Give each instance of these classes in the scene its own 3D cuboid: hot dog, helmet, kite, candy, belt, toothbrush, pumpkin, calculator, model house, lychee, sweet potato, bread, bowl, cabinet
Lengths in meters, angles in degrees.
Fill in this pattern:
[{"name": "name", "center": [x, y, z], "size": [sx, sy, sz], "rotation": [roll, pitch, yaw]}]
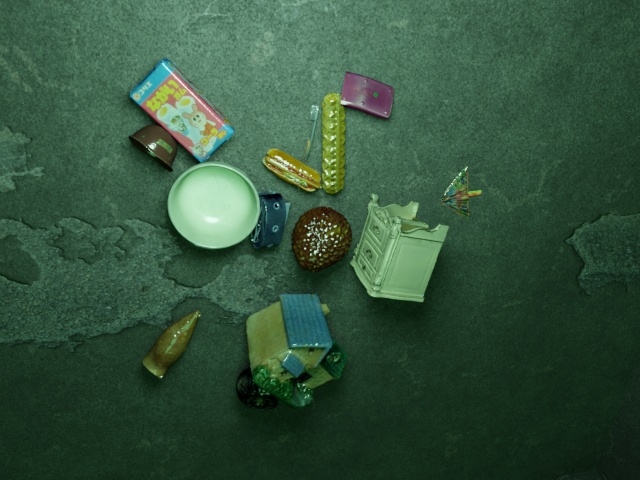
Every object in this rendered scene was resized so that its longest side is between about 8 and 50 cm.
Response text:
[{"name": "hot dog", "center": [-0.096, -0.249, 1.599], "size": [0.236, 0.062, 0.092], "rotation": [26, 109, -9]}, {"name": "helmet", "center": [-0.532, -0.318, 1.472], "size": [0.106, 0.155, 0.175], "rotation": [-52, 127, -13]}, {"name": "kite", "center": [0.570, -0.190, 1.797], "size": [0.184, 0.014, 0.241], "rotation": [-10, 116, -6]}, {"name": "candy", "center": [-0.444, -0.422, 1.450], "size": [0.157, 0.100, 0.306], "rotation": [-40, 117, 12]}, {"name": "belt", "center": [-0.184, -0.072, 1.656], "size": [0.129, 0.122, 0.217], "rotation": [-7, 122, -35]}, {"name": "toothbrush", "center": [-0.048, -0.329, 1.609], "size": [0.031, 0.023, 0.320], "rotation": [9, 114, -7]}, {"name": "pumpkin", "center": [-0.263, 0.653, 1.979], "size": [0.233, 0.163, 0.232], "rotation": [3, 129, 3]}, {"name": "calculator", "center": [0.165, -0.502, 1.527], "size": [0.191, 0.034, 0.126], "rotation": [12, 81, -17]}, {"name": "model house", "center": [-0.065, 0.455, 1.837], "size": [0.343, 0.334, 0.382], "rotation": [-29, 128, 7]}, {"name": "lychee", "center": [0.000, 0.000, 1.664], "size": [0.236, 0.271, 0.235], "rotation": [20, 144, 15]}, {"name": "sweet potato", "center": [-0.606, 0.417, 1.824], "size": [0.131, 0.131, 0.336], "rotation": [32, 107, -23]}, {"name": "bread", "center": [0.047, -0.342, 1.592], "size": [0.077, 0.084, 0.367], "rotation": [16, 120, 32]}, {"name": "bowl", "center": [-0.370, -0.140, 1.567], "size": [0.308, 0.163, 0.306], "rotation": [-4, 116, -8]}, {"name": "cabinet", "center": [0.288, 0.022, 1.698], "size": [0.228, 0.290, 0.317], "rotation": [8, 112, -16]}]
